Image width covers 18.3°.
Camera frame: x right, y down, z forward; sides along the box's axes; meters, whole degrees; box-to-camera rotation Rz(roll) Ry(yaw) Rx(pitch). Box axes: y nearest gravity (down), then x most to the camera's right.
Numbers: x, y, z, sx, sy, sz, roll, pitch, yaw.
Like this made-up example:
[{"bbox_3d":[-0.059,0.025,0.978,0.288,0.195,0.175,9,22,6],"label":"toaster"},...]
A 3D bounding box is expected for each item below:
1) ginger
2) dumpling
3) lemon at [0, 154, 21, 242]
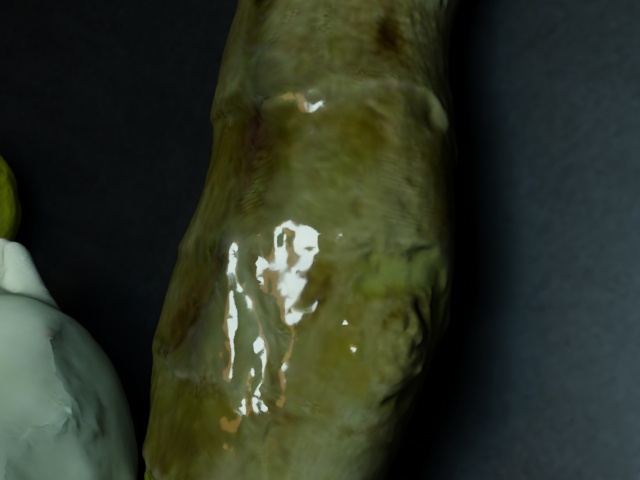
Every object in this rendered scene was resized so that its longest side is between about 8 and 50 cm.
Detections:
[{"bbox_3d":[0.000,0.000,0.761,0.109,0.116,0.263,11,78,3],"label":"ginger"},{"bbox_3d":[-0.144,0.118,0.776,0.147,0.258,0.193,1,121,2],"label":"dumpling"},{"bbox_3d":[-0.185,-0.003,0.895,0.111,0.082,0.082,-47,58,15],"label":"lemon"}]
